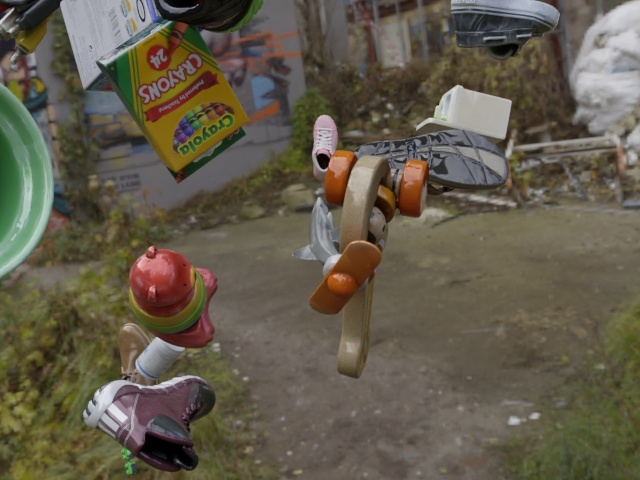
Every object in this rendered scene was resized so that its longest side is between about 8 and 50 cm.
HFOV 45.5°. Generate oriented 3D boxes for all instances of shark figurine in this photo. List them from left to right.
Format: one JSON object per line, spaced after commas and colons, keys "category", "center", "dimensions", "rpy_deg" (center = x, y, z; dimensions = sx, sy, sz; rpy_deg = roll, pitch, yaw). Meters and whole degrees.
{"category": "shark figurine", "center": [0.006, 0.023, 1.565], "dimensions": [0.116, 0.166, 0.278], "rpy_deg": [0, 17, -18]}

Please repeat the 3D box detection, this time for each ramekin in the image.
{"category": "ramekin", "center": [-0.522, -0.078, 0.995], "dimensions": [0.148, 0.303, 0.303], "rpy_deg": [-9, 8, 37]}

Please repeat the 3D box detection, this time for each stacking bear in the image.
{"category": "stacking bear", "center": [-0.299, 0.099, 1.504], "dimensions": [0.164, 0.175, 0.289], "rpy_deg": [2, -18, -2]}

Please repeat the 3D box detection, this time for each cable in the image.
{"category": "cable", "center": [-0.459, -0.435, 1.302], "dimensions": [0.072, 0.139, 0.287], "rpy_deg": [14, 54, 44]}

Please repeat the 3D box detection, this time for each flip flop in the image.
{"category": "flip flop", "center": [0.181, -0.120, 1.312], "dimensions": [0.277, 0.112, 0.080], "rpy_deg": [-4, -27, 14]}

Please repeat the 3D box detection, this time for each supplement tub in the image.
{"category": "supplement tub", "center": [-0.369, 0.264, 1.758], "dimensions": [0.107, 0.071, 0.071], "rpy_deg": [-48, 0, 18]}

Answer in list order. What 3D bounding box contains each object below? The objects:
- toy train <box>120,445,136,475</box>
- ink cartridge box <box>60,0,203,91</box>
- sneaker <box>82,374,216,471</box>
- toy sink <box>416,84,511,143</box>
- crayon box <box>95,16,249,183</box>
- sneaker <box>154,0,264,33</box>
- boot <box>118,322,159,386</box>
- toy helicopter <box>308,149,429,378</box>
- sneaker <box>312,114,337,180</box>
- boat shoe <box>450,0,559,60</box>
{"category": "toy train", "center": [-0.378, 0.419, 1.500], "dimensions": [0.017, 0.083, 0.024], "rpy_deg": [-3, -20, -43]}
{"category": "ink cartridge box", "center": [-0.415, -0.535, 1.710], "dimensions": [0.151, 0.269, 0.396], "rpy_deg": [-11, -10, -43]}
{"category": "sneaker", "center": [-0.226, 0.299, 1.197], "dimensions": [0.163, 0.106, 0.281], "rpy_deg": [34, 11, 28]}
{"category": "toy sink", "center": [0.421, -0.372, 2.265], "dimensions": [0.234, 0.131, 0.153], "rpy_deg": [11, -5, -7]}
{"category": "crayon box", "center": [-0.290, -0.289, 1.596], "dimensions": [0.202, 0.318, 0.081], "rpy_deg": [-39, 33, -13]}
{"category": "sneaker", "center": [-0.149, -0.529, 1.295], "dimensions": [0.202, 0.185, 0.482], "rpy_deg": [-16, -24, -38]}
{"category": "boot", "center": [-0.547, 0.396, 2.269], "dimensions": [0.112, 0.305, 0.115], "rpy_deg": [-16, -5, 17]}
{"category": "toy helicopter", "center": [0.057, 0.054, 1.097], "dimensions": [0.140, 0.354, 0.235], "rpy_deg": [9, 26, 12]}
{"category": "sneaker", "center": [0.010, -0.192, 1.533], "dimensions": [0.051, 0.134, 0.070], "rpy_deg": [4, -6, -2]}
{"category": "boat shoe", "center": [0.352, -0.414, 1.494], "dimensions": [0.121, 0.119, 0.335], "rpy_deg": [19, 20, 42]}
